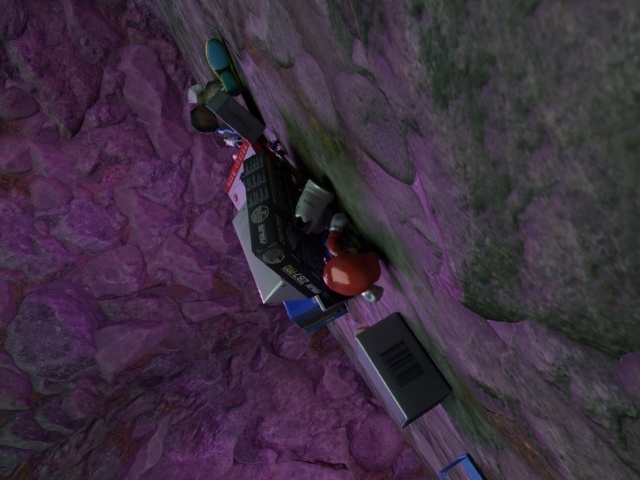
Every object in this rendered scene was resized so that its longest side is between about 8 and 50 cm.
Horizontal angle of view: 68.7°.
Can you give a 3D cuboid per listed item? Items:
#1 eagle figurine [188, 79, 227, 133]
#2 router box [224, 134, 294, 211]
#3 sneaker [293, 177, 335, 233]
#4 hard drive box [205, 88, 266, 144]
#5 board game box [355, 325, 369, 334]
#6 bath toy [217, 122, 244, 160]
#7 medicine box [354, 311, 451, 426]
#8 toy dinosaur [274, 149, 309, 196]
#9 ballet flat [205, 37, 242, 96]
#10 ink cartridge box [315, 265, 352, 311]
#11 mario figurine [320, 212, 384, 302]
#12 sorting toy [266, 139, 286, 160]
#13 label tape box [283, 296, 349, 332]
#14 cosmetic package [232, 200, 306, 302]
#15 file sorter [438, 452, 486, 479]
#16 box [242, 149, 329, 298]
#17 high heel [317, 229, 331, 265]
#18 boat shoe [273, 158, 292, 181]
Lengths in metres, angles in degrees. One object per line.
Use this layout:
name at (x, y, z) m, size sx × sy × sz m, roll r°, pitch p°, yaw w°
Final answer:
eagle figurine at (-0.525, -0.650, 2.267) m, size 0.298 × 0.226 × 0.226 m, roll -112°, pitch 8°, yaw -70°
router box at (-0.260, -0.220, 1.965) m, size 0.301 × 0.082 × 0.335 m, roll 58°, pitch 141°, yaw 17°
sneaker at (-0.033, -0.076, 1.394) m, size 0.111 × 0.129 × 0.297 m, roll 32°, pitch 167°, yaw 12°
hard drive box at (-0.325, -0.473, 1.784) m, size 0.181 × 0.089 × 0.232 m, roll 39°, pitch -176°, yaw -29°
board game box at (0.214, 0.439, 2.060) m, size 0.124 × 0.039 × 0.259 m, roll 58°, pitch 174°, yaw 8°
bath toy at (-0.396, -0.440, 2.378) m, size 0.151 × 0.129 × 0.348 m, roll 50°, pitch 167°, yaw 50°
medicine box at (0.234, 0.395, 1.403) m, size 0.263 × 0.149 × 0.289 m, roll 56°, pitch 171°, yaw 25°
toy dinosaur at (-0.067, -0.204, 1.520) m, size 0.211 × 0.064 × 0.112 m, roll 48°, pitch 158°, yaw 7°
ballet flat at (-0.350, -0.627, 1.689) m, size 0.230 × 0.077 × 0.077 m, roll 66°, pitch -174°, yaw -46°
ink cartridge box at (0.043, 0.181, 1.873) m, size 0.165 × 0.065 × 0.333 m, roll 59°, pitch -167°, yaw 9°
mario figurine at (0.098, 0.045, 1.277) m, size 0.198 × 0.170 × 0.320 m, roll 26°, pitch -168°, yaw -14°
sorting toy at (-0.151, -0.326, 1.649) m, size 0.102 × 0.042 × 0.061 m, roll 42°, pitch 179°, yaw 28°
label tape box at (-0.015, 0.305, 2.188) m, size 0.105 × 0.241 × 0.333 m, roll 63°, pitch 180°, yaw 25°
cosmetic package at (-0.155, 0.028, 1.693) m, size 0.155 × 0.197 × 0.365 m, roll -48°, pitch 54°, yaw 38°
file sorter at (0.459, 0.774, 1.512) m, size 0.118 × 0.105 × 0.170 m, roll 55°, pitch 170°, yaw 26°
box at (-0.109, -0.051, 1.495) m, size 0.318 × 0.097 × 0.394 m, roll 48°, pitch -157°, yaw -49°
high heel at (0.000, 0.000, 1.742) m, size 0.261 × 0.093 × 0.186 m, roll -129°, pitch 24°, yaw -61°
boat shoe at (-0.143, -0.271, 1.763) m, size 0.142 × 0.049 × 0.040 m, roll 53°, pitch 150°, yaw 35°
